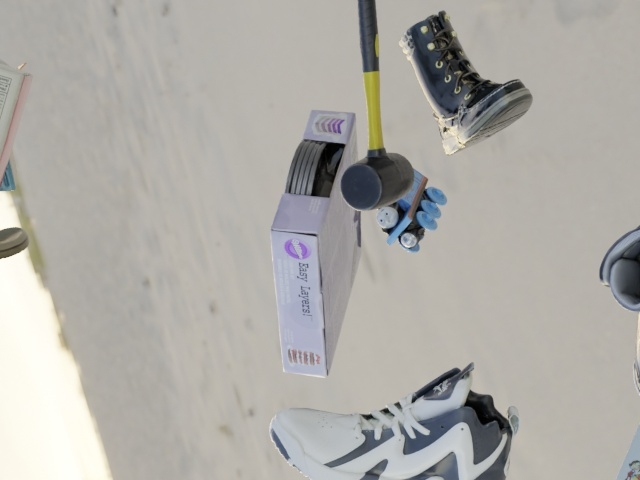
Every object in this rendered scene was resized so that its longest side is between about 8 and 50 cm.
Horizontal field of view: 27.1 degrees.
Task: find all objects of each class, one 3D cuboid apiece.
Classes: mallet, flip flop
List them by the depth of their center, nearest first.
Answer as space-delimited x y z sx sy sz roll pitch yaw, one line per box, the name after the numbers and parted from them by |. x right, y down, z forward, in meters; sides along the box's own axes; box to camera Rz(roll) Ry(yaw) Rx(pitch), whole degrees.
0.042 -0.117 0.978 0.062 0.039 0.190 -7 -83 -62 | mallet
-0.512 0.001 1.871 0.277 0.112 0.080 -16 -88 -64 | flip flop

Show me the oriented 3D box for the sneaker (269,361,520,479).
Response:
0.081 0.168 1.257 0.094 0.235 0.153 -75 8 -69 | sneaker

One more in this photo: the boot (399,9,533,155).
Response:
0.180 -0.216 1.722 0.179 0.085 0.236 65 166 3 | boot

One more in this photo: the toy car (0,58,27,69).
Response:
-0.550 -0.239 2.121 0.219 0.238 0.210 62 -155 -22 | toy car

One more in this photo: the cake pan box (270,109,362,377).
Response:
0.000 0.000 1.708 0.246 0.070 0.267 -76 -13 -45 | cake pan box

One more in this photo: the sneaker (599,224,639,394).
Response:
0.333 0.064 1.304 0.101 0.153 0.269 34 127 37 | sneaker

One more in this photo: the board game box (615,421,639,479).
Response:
0.462 0.402 1.844 0.224 0.097 0.303 19 -87 -59 | board game box

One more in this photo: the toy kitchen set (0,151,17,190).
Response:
-0.528 -0.075 1.797 0.166 0.207 0.122 -98 4 -45 | toy kitchen set

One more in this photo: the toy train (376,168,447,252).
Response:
0.144 -0.052 2.209 0.105 0.080 0.184 35 -149 -3 | toy train

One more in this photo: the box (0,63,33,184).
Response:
-0.477 -0.126 1.713 0.127 0.148 0.232 -131 59 -80 | box
